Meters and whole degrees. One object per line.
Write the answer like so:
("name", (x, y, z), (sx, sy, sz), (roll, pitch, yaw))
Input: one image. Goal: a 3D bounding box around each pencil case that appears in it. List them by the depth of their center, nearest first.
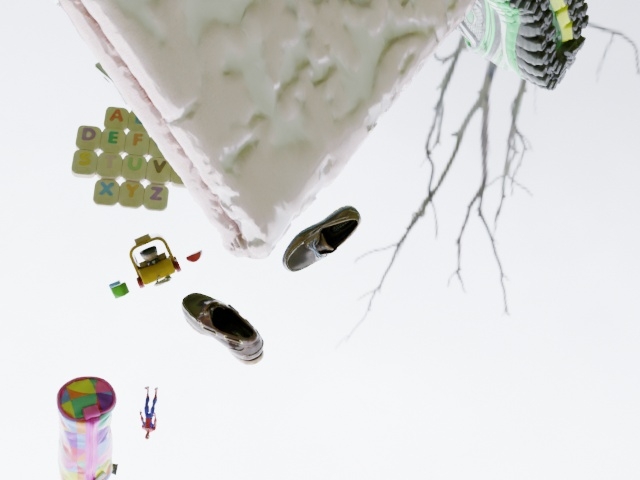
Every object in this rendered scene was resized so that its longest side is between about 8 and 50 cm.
("pencil case", (-0.398, 0.336, 1.277), (0.104, 0.236, 0.104), (7, -141, -6))

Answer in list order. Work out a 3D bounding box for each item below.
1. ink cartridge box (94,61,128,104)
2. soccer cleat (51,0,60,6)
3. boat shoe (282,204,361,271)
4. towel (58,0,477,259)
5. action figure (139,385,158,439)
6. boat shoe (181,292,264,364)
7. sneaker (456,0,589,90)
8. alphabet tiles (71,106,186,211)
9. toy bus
("ink cartridge box", (-0.302, -0.290, 1.254), (0.122, 0.052, 0.088), (-34, -135, -16))
("soccer cleat", (-0.317, -0.401, 0.943), (0.318, 0.116, 0.108), (-9, -134, 56))
("boat shoe", (0.000, 0.000, 1.452), (0.183, 0.066, 0.066), (-41, -163, 7))
("towel", (-0.027, -0.210, 0.457), (0.053, 0.317, 0.332), (4, -134, 45))
("action figure", (-0.379, 0.382, 1.654), (0.038, 0.115, 0.030), (4, -177, 5))
("boat shoe", (-0.180, 0.144, 1.358), (0.207, 0.073, 0.073), (27, -123, 32))
("sneaker", (0.165, -0.277, 0.757), (0.146, 0.343, 0.134), (26, -103, 32))
("alphabet tiles", (-0.438, -0.199, 1.780), (0.284, 0.021, 0.278), (5, -118, -9))
("toy bus", (-0.380, 0.037, 1.682), (0.202, 0.104, 0.191), (-17, -169, 33))
